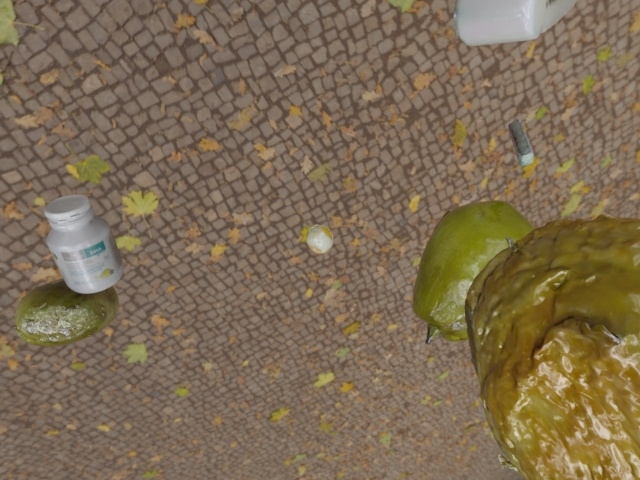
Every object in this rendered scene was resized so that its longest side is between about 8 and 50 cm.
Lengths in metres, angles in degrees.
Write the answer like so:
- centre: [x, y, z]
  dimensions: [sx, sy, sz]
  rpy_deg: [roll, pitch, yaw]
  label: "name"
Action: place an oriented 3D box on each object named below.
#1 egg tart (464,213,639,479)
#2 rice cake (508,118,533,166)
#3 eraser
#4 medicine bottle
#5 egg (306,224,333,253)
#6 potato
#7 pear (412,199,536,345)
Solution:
- centre: [0.286, 0.143, 0.443]
  dimensions: [0.153, 0.339, 0.351]
  rpy_deg: [-18, 164, -41]
  label: "egg tart"
- centre: [0.470, -0.235, 0.990]
  dimensions: [0.033, 0.207, 0.033]
  rpy_deg: [-8, 124, 21]
  label: "rice cake"
- centre: [0.380, -0.511, 0.807]
  dimensions: [0.331, 0.150, 0.331]
  rpy_deg: [-20, 118, -43]
  label: "eraser"
- centre: [-0.561, 0.007, 0.992]
  dimensions: [0.135, 0.135, 0.215]
  rpy_deg: [-11, 126, -13]
  label: "medicine bottle"
- centre: [0.000, 0.000, 1.125]
  dimensions: [0.071, 0.071, 0.083]
  rpy_deg: [-29, 128, 2]
  label: "egg"
- centre: [-0.677, 0.183, 1.158]
  dimensions: [0.210, 0.307, 0.173]
  rpy_deg: [-11, 100, 0]
  label: "potato"
- centre: [0.355, 0.090, 0.977]
  dimensions: [0.287, 0.287, 0.375]
  rpy_deg: [38, 88, -37]
  label: "pear"
